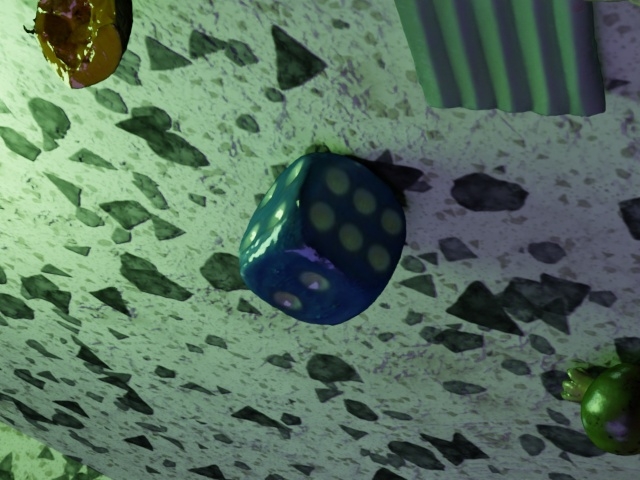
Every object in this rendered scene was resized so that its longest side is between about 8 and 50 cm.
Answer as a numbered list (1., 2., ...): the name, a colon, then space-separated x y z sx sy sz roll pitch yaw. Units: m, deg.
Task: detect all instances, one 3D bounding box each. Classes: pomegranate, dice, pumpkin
1. pomegranate: 0.360 0.198 1.227 0.142 0.114 0.114 28 161 49
2. dice: 0.000 0.000 1.106 0.143 0.147 0.146 33 146 -20
3. pumpkin: -0.243 -0.246 0.933 0.119 0.108 0.183 -13 126 33

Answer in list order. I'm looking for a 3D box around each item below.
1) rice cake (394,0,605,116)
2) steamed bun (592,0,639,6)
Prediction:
1. rice cake: 0.149 -0.186 0.849 0.189 0.037 0.198 10 145 20
2. steamed bun: 0.234 -0.252 0.554 0.275 0.206 0.320 22 176 23
